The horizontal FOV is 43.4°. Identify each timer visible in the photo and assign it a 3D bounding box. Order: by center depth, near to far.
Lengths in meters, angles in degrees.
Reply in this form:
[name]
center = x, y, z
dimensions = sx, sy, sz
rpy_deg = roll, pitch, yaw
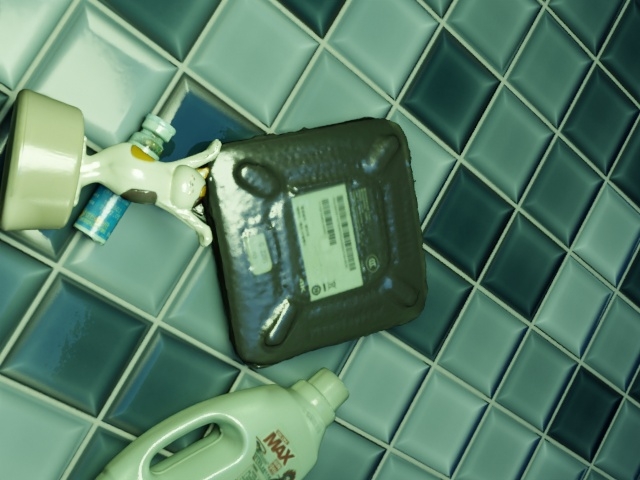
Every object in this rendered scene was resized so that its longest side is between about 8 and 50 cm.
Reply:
[timer]
center = -0.261, -0.083, 1.033
dimensions = 0.266, 0.175, 0.175
rpy_deg = 8, 93, -24

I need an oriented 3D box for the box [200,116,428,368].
[box]
center = 0.000, 0.000, 1.254
dimensions = 0.350, 0.091, 0.359
rpy_deg = -15, 102, -27

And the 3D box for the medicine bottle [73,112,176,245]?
[medicine bottle]
center = -0.270, -0.085, 1.113
dimensions = 0.051, 0.051, 0.191
rpy_deg = 35, 81, -28

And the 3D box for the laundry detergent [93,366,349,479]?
[laundry detergent]
center = -0.126, 0.330, 1.213
dimensions = 0.398, 0.125, 0.264
rpy_deg = -39, 113, -20
